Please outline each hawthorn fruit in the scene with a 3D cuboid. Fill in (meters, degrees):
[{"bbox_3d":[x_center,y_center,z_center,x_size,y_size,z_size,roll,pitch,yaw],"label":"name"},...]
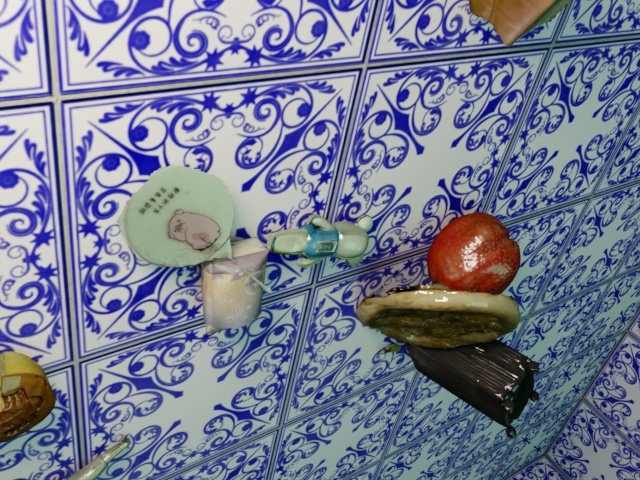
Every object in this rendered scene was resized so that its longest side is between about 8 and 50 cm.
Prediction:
[{"bbox_3d":[0.340,0.058,1.522,0.253,0.205,0.205,-35,144,9],"label":"hawthorn fruit"}]

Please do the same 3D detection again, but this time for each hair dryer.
[{"bbox_3d":[-0.500,0.526,1.314,0.267,0.092,0.229,-26,149,-37],"label":"hair dryer"}]

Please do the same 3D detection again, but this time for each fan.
[{"bbox_3d":[-0.177,0.007,1.057,0.182,0.010,0.310,-45,124,5],"label":"fan"}]

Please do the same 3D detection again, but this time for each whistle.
[{"bbox_3d":[0.000,0.000,1.249,0.235,0.077,0.114,-1,118,-35],"label":"whistle"}]

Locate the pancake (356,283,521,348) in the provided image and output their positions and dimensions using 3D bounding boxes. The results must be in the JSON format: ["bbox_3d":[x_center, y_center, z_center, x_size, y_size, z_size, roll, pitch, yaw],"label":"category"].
[{"bbox_3d":[0.269,0.180,1.507,0.381,0.071,0.382,5,158,2],"label":"pancake"}]

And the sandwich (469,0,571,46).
[{"bbox_3d":[0.345,-0.404,1.040,0.108,0.220,0.186,-36,143,-11],"label":"sandwich"}]

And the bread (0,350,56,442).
[{"bbox_3d":[-0.491,0.253,1.028,0.156,0.086,0.125,-48,145,8],"label":"bread"}]

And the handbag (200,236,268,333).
[{"bbox_3d":[-0.160,0.083,1.170,0.117,0.095,0.173,-11,125,-27],"label":"handbag"}]

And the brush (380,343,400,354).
[{"bbox_3d":[0.183,0.292,1.744,0.083,0.021,0.019,-2,129,-48],"label":"brush"}]

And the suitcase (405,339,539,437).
[{"bbox_3d":[0.399,0.340,1.724,0.152,0.335,0.230,-49,145,-17],"label":"suitcase"}]
